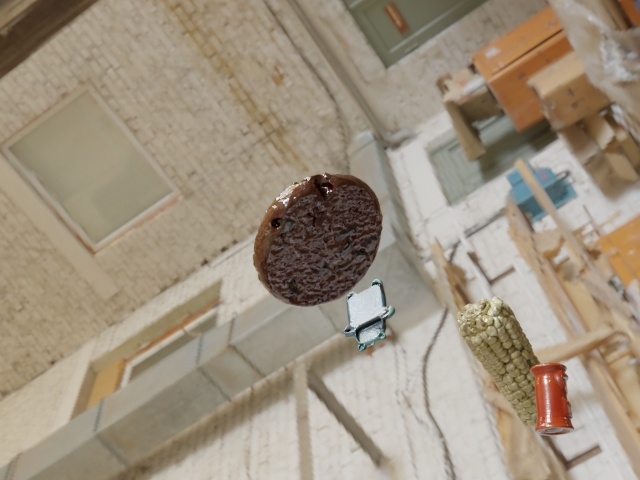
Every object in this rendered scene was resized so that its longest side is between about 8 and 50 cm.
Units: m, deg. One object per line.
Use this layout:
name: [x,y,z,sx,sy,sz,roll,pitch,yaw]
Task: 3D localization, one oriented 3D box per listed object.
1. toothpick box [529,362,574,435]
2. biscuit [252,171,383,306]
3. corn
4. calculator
toothpick box: [0.281,0.191,1.084,0.047,0.047,0.083,39,-134,-54]
biscuit: [0.000,0.000,1.166,0.192,0.192,0.049,47,180,-38]
corn: [0.279,0.174,1.299,0.211,0.087,0.087,53,-166,-13]
calculator: [0.077,0.120,1.430,0.019,0.094,0.141,51,-160,-32]
